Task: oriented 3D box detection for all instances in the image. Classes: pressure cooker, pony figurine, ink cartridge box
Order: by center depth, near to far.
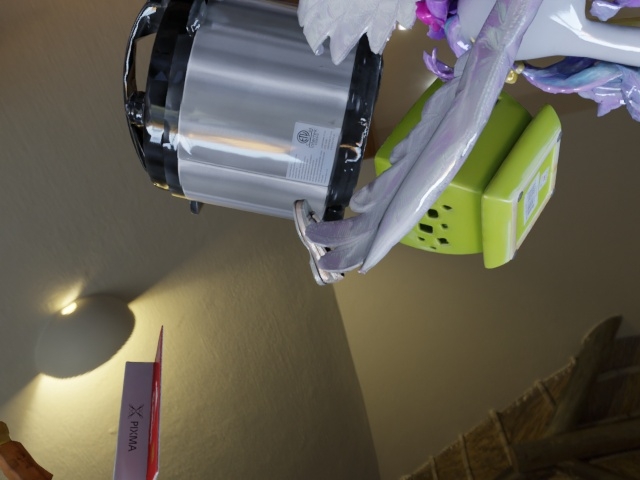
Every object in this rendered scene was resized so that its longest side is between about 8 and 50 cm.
[{"bbox_3d":[0.127,-0.168,0.362,0.364,0.351,0.302,0,-119,-21],"label":"pony figurine"},{"bbox_3d":[-0.128,-0.237,0.960,0.421,0.375,0.369,10,-100,-3],"label":"pressure cooker"},{"bbox_3d":[-0.340,0.348,1.030,0.066,0.261,0.296,5,-139,-18],"label":"ink cartridge box"}]

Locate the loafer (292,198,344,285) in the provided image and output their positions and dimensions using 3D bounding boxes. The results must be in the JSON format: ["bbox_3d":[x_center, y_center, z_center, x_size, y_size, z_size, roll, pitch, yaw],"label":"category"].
[{"bbox_3d":[0.000,0.000,0.758,0.039,0.125,0.045,-11,-165,26],"label":"loafer"}]

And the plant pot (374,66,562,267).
[{"bbox_3d":[0.245,-0.102,0.889,0.207,0.228,0.227,26,-113,30],"label":"plant pot"}]

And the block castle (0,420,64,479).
[{"bbox_3d":[-0.656,0.531,0.922,0.303,0.213,0.453,37,-80,17],"label":"block castle"}]
